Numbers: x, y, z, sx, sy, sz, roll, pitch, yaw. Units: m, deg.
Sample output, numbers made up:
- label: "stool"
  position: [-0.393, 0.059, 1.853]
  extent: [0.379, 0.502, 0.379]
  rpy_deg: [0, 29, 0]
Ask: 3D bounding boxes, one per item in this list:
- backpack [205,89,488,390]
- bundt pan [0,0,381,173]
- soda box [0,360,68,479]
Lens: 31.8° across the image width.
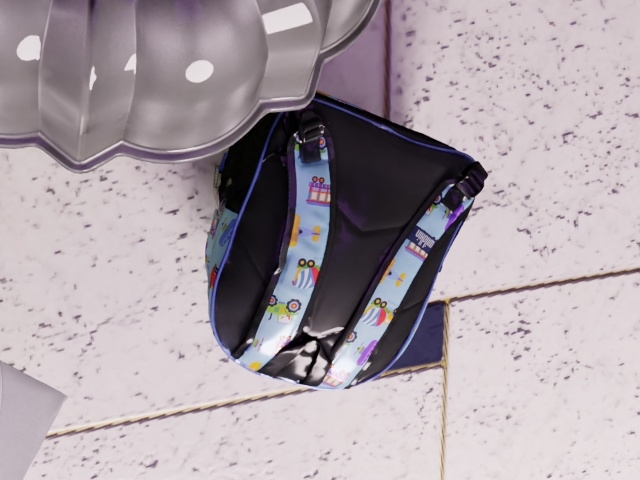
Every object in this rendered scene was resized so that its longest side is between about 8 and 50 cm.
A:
- label: "backpack"
  position: [0.000, 0.000, 0.714]
  extent: [0.158, 0.117, 0.173]
  rpy_deg: [17, 101, -26]
- label: "bundt pan"
  position: [-0.099, -0.203, 0.533]
  extent: [0.330, 0.124, 0.331]
  rpy_deg: [1, 85, -14]
- label: "soda box"
  position: [-0.279, 0.055, 0.584]
  extent: [0.286, 0.098, 0.091]
  rpy_deg: [39, 71, -40]
